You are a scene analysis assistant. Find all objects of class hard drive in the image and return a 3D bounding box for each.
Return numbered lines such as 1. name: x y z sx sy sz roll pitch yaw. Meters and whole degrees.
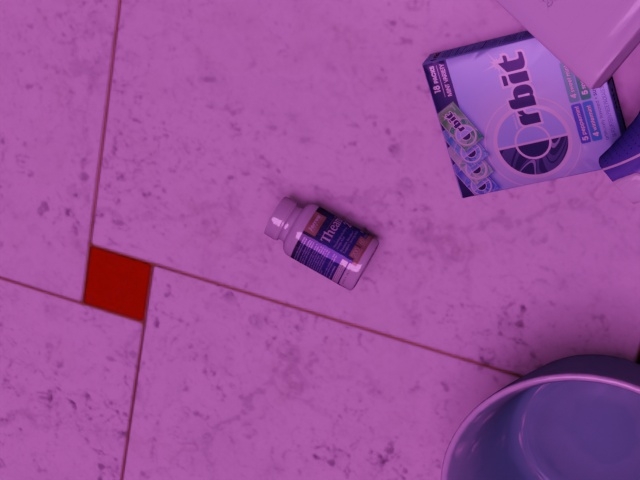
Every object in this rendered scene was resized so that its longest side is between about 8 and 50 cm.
1. hard drive: 0.217 -0.322 1.398 0.307 0.040 0.203 47 120 18

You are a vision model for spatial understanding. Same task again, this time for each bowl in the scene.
1. bowl: 0.300 0.249 1.608 0.312 0.163 0.311 7 115 15

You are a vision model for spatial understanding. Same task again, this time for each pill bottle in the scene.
1. pill bottle: 0.000 0.000 1.650 0.120 0.067 0.067 29 118 4

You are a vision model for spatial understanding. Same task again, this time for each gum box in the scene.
1. gum box: 0.217 -0.139 1.535 0.184 0.041 0.157 -11 109 22

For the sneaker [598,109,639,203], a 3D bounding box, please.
1. sneaker: 0.385 -0.194 1.421 0.315 0.127 0.182 -38 93 19
